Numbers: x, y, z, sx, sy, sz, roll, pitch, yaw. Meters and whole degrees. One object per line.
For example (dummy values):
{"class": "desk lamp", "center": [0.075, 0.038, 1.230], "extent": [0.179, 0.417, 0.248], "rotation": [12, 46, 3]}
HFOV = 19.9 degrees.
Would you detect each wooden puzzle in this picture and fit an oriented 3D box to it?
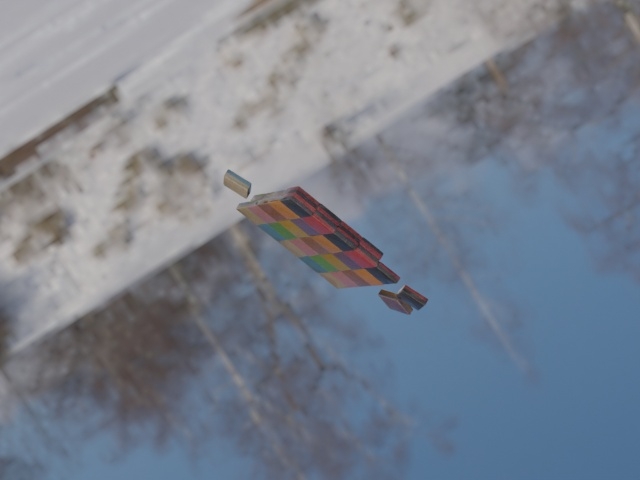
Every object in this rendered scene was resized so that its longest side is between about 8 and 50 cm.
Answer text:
{"class": "wooden puzzle", "center": [0.000, 0.000, 0.643], "extent": [0.006, 0.083, 0.049], "rotation": [-57, -161, -17]}
